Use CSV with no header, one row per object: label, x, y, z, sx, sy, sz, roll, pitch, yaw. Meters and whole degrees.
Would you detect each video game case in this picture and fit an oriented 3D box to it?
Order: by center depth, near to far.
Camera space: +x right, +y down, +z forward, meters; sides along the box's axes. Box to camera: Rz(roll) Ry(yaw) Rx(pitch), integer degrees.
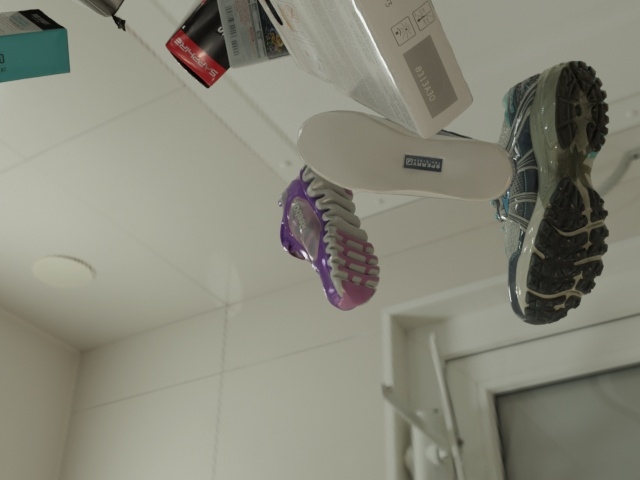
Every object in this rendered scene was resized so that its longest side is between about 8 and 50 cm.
video game case,-0.061,-0.294,0.909,0.022,0.173,0.191,-18,-77,-38

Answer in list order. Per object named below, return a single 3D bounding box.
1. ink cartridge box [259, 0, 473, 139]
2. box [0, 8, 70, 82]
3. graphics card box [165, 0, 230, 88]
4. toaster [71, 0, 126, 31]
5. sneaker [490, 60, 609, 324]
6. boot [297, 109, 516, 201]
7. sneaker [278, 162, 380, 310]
ink cartridge box,0.006,-0.188,0.629,0.181,0.056,0.224,57,173,-35
box,-0.441,-0.229,1.013,0.244,0.100,0.060,-17,-53,-33
graphics card box,-0.043,-0.394,1.123,0.094,0.371,0.233,42,-147,-20
toaster,-0.328,-0.417,1.162,0.168,0.185,0.110,-62,-21,3
sneaker,0.241,-0.048,0.919,0.110,0.122,0.283,12,-97,-31
boot,0.078,-0.070,0.737,0.086,0.189,0.069,-13,-63,-73
sneaker,0.000,0.000,1.080,0.095,0.104,0.236,30,-146,-43
